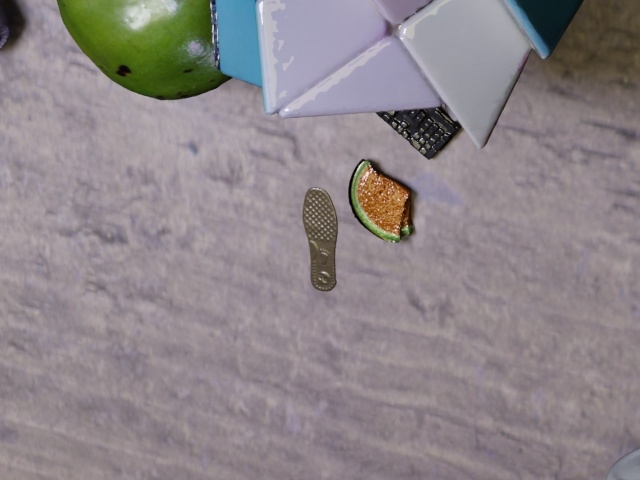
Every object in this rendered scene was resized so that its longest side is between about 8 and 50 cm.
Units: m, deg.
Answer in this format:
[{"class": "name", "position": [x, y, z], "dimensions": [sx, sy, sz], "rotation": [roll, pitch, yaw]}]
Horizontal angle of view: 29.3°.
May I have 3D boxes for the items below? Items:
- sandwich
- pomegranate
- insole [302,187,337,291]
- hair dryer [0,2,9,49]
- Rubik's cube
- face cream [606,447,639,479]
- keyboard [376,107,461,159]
[{"class": "sandwich", "position": [0.072, -0.044, 1.442], "dimensions": [0.101, 0.026, 0.069], "rotation": [37, 113, 0]}, {"class": "pomegranate", "position": [-0.161, -0.283, 1.313], "dimensions": [0.270, 0.254, 0.254], "rotation": [-30, 98, 29]}, {"class": "insole", "position": [0.000, 0.000, 1.496], "dimensions": [0.045, 0.002, 0.135], "rotation": [5, 112, 18]}, {"class": "hair dryer", "position": [-0.416, -0.422, 1.449], "dimensions": [0.361, 0.121, 0.301], "rotation": [-44, 83, 18]}, {"class": "Rubik's cube", "position": [0.071, -0.295, 1.153], "dimensions": [0.368, 0.358, 0.387], "rotation": [-3, 112, 0]}, {"class": "face cream", "position": [0.426, 0.366, 1.428], "dimensions": [0.101, 0.101, 0.252], "rotation": [-22, 102, 25]}, {"class": "keyboard", "position": [0.070, -0.173, 1.398], "dimensions": [0.195, 0.018, 0.060], "rotation": [42, 120, 1]}]
